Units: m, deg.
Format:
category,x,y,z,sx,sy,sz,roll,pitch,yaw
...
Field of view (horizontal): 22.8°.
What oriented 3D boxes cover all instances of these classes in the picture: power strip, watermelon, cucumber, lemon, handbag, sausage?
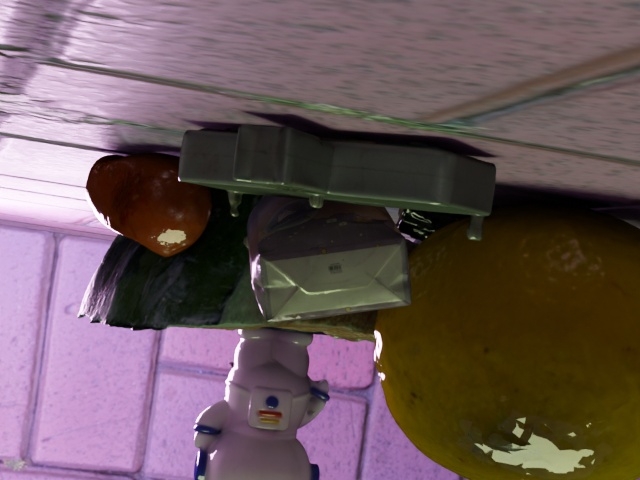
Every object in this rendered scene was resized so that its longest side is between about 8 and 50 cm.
category,x,y,z,sx,sy,sz,roll,pitch,yaw
power strip,-0.005,-0.044,1.086,0.216,0.061,0.145,5,177,30
watermelon,-0.058,0.014,1.481,0.302,0.151,0.264,6,178,-35
cucumber,0.172,0.003,1.464,0.211,0.062,0.078,9,177,-8
lemon,0.183,0.091,1.335,0.260,0.260,0.284,10,167,-38
handbag,0.000,0.000,1.223,0.117,0.095,0.173,-6,-163,-6
sausage,-0.151,-0.036,1.382,0.089,0.089,0.179,9,-174,-27

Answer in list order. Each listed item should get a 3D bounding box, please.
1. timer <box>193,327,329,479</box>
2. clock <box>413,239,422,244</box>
category,x,y,z,sx,sy,sz,roll,pitch,yaw
timer,-0.065,0.159,1.935,0.270,0.383,0.270,8,177,0
clock,0.155,0.060,1.670,0.189,0.188,0.254,7,-176,7
